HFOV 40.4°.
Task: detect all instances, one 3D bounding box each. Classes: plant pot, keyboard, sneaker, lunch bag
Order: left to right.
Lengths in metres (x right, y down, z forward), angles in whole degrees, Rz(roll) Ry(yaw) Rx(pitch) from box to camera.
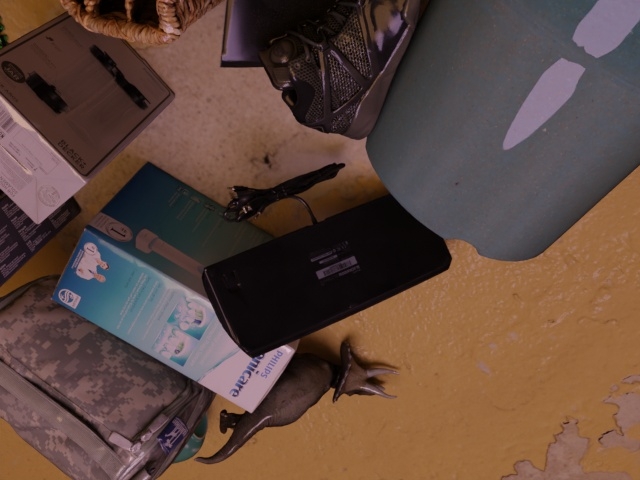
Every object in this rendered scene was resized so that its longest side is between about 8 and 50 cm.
[{"bbox_3d":[-0.305,0.192,1.137,0.305,0.256,0.212,36,97,8],"label":"lunch bag"},{"bbox_3d":[-0.016,-0.299,0.969,0.167,0.187,0.188,6,118,-6],"label":"plant pot"},{"bbox_3d":[0.000,0.000,1.082,0.201,0.317,0.033,67,156,4],"label":"keyboard"},{"bbox_3d":[0.019,-0.213,0.879,0.130,0.087,0.227,5,124,-27],"label":"sneaker"},{"bbox_3d":[0.232,-0.176,0.906,0.341,0.341,0.334,30,126,-5],"label":"plant pot"}]

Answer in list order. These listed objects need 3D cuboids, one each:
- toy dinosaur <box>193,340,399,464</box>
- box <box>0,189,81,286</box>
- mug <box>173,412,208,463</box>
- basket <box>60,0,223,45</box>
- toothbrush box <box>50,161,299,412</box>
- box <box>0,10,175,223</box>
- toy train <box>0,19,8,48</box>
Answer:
[{"bbox_3d":[-0.051,0.209,1.214,0.160,0.313,0.121,-20,85,44],"label":"toy dinosaur"},{"bbox_3d":[-0.531,0.065,1.126,0.318,0.395,0.097,-21,110,21],"label":"box"},{"bbox_3d":[-0.234,0.268,1.310,0.097,0.129,0.158,-13,155,14],"label":"mug"},{"bbox_3d":[-0.232,-0.380,0.939,0.213,0.223,0.299,4,118,10],"label":"basket"},{"bbox_3d":[-0.162,0.055,1.150,0.295,0.216,0.126,29,119,-6],"label":"toothbrush box"},{"bbox_3d":[-0.300,-0.161,1.026,0.087,0.290,0.169,-35,107,26],"label":"box"},{"bbox_3d":[-0.427,-0.259,1.156,0.024,0.017,0.083,0,117,23],"label":"toy train"}]
